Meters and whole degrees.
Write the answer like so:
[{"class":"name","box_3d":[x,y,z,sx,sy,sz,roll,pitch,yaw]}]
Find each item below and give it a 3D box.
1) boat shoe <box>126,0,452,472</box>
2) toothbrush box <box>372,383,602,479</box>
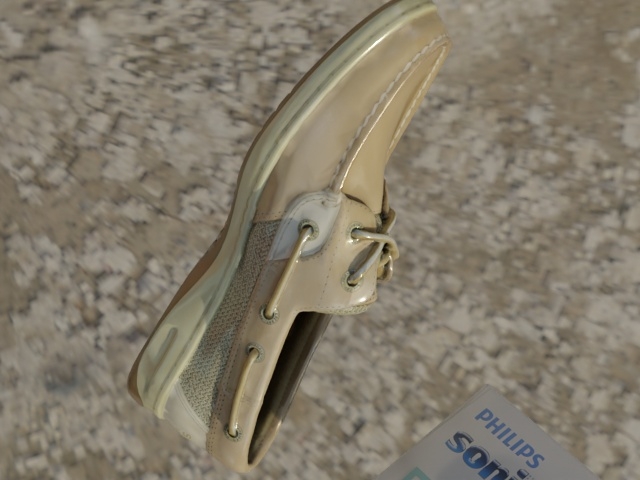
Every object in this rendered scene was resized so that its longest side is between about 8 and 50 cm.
[{"class":"boat shoe","box_3d":[0.000,0.000,1.015,0.098,0.109,0.302,38,112,15]},{"class":"toothbrush box","box_3d":[0.165,0.263,1.131,0.126,0.216,0.295,-38,137,-12]}]
